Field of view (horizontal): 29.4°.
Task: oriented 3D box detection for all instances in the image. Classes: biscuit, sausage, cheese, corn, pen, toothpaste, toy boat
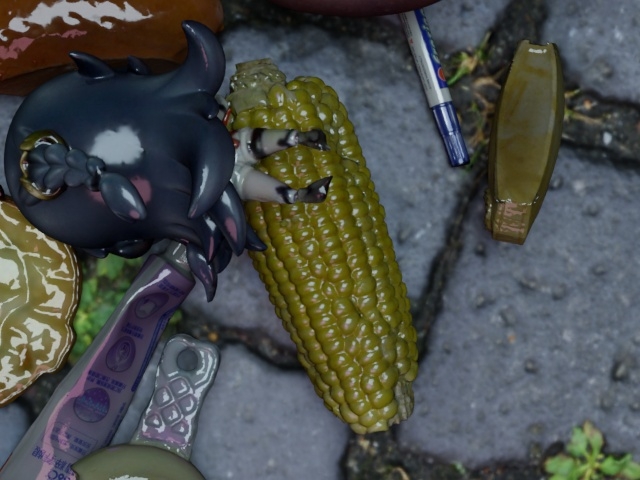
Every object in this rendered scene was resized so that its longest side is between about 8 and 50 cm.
[{"bbox_3d":[-0.336,0.038,1.085,0.260,0.041,0.203,29,86,-2],"label":"biscuit"},{"bbox_3d":[-0.215,-0.200,1.073,0.258,0.133,0.133,-6,86,-5],"label":"sausage"},{"bbox_3d":[-0.153,0.221,1.062,0.163,0.082,0.286,16,82,-16],"label":"cheese"},{"bbox_3d":[0.000,0.000,1.080,0.130,0.130,0.347,-21,90,-7],"label":"corn"},{"bbox_3d":[0.103,-0.167,1.154,0.025,0.025,0.204,-18,88,-7],"label":"pen"},{"bbox_3d":[-0.190,0.120,1.088,0.075,0.048,0.301,33,89,-30],"label":"toothpaste"},{"bbox_3d":[0.191,-0.097,1.134,0.064,0.072,0.206,10,71,9],"label":"toy boat"}]

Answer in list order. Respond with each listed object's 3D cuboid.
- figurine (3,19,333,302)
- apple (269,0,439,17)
[{"bbox_3d":[-0.140,-0.066,0.994,0.197,0.265,0.175,28,63,-35],"label":"figurine"},{"bbox_3d":[0.022,-0.333,1.037,0.305,0.306,0.235,11,54,-5],"label":"apple"}]
